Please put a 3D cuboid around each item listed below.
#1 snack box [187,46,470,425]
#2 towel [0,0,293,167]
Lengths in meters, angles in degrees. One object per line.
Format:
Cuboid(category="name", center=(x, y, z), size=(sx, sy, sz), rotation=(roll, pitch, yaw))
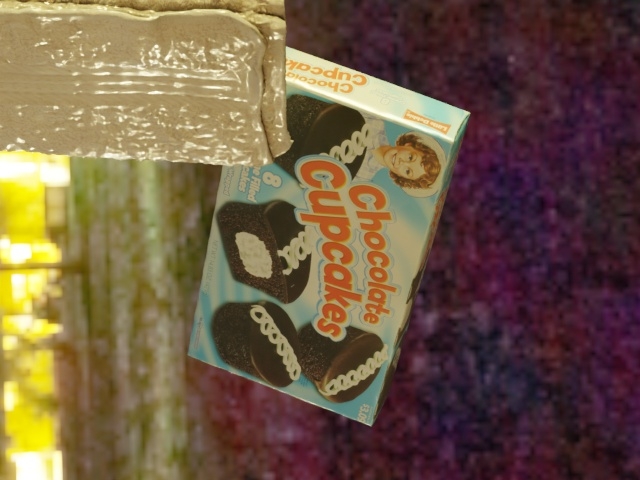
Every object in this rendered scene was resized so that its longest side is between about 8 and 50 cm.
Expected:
Cuboid(category="snack box", center=(0.000, 0.000, 1.409), size=(0.060, 0.187, 0.322), rotation=(-58, -15, -52))
Cuboid(category="towel", center=(-0.162, -0.120, 1.186), size=(0.187, 0.282, 0.049), rotation=(89, -176, -58))
